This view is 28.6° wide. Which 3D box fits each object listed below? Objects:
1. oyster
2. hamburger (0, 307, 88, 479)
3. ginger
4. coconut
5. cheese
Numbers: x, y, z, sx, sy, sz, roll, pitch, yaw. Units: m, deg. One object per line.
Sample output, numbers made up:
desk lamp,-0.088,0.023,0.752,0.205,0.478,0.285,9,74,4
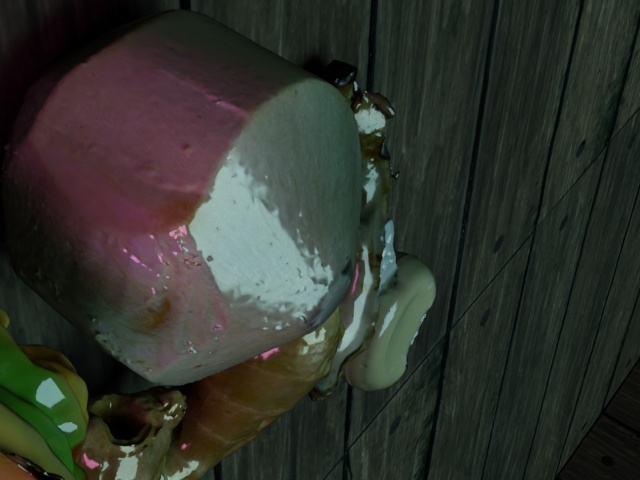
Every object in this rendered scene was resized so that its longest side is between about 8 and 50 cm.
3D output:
oyster,0.003,0.004,1.163,0.221,0.096,0.361,-57,157,-23
hamburger,-0.235,0.119,0.676,0.149,0.237,0.237,-99,-162,-54
ginger,-0.163,0.185,0.965,0.363,0.122,0.348,-22,145,-42
coconut,-0.078,-0.023,0.796,0.241,0.241,0.241,-46,153,-32
cheese,0.058,0.077,1.383,0.163,0.071,0.249,-60,157,-7
